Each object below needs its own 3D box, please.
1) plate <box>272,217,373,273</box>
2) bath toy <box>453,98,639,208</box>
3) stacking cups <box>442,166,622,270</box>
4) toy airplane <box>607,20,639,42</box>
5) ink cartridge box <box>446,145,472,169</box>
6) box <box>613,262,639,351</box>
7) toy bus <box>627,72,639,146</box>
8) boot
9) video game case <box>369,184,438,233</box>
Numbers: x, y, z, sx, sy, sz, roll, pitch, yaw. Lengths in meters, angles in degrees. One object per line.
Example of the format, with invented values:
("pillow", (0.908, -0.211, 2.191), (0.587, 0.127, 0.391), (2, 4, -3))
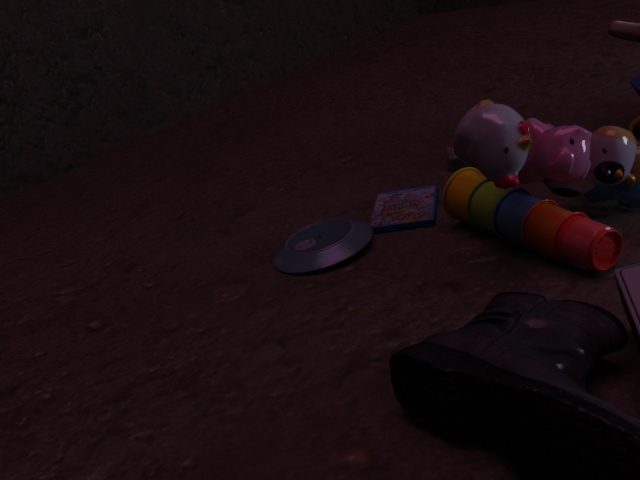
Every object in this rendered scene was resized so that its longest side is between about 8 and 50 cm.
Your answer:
("plate", (0.000, 0.000, 1.262), (0.188, 0.024, 0.188), (-16, 24, 7))
("bath toy", (0.354, -0.119, 1.058), (0.348, 0.151, 0.129), (7, 52, -34))
("stacking cups", (0.323, -0.032, 1.102), (0.096, 0.096, 0.316), (-24, 29, -22))
("toy airplane", (0.791, -0.354, 1.305), (0.386, 0.273, 0.384), (-5, 29, -19))
("ink cartridge box", (0.301, -0.185, 1.518), (0.062, 0.029, 0.115), (-9, 24, 12))
("box", (0.469, 0.062, 0.726), (0.289, 0.087, 0.169), (-18, 21, 20))
("toy bus", (0.580, -0.166, 1.212), (0.104, 0.202, 0.191), (-39, 24, 20))
("boot", (0.254, 0.136, 0.729), (0.222, 0.118, 0.338), (-23, 29, -32))
("video game case", (0.158, -0.061, 1.338), (0.119, 0.015, 0.166), (-8, 24, 15))
